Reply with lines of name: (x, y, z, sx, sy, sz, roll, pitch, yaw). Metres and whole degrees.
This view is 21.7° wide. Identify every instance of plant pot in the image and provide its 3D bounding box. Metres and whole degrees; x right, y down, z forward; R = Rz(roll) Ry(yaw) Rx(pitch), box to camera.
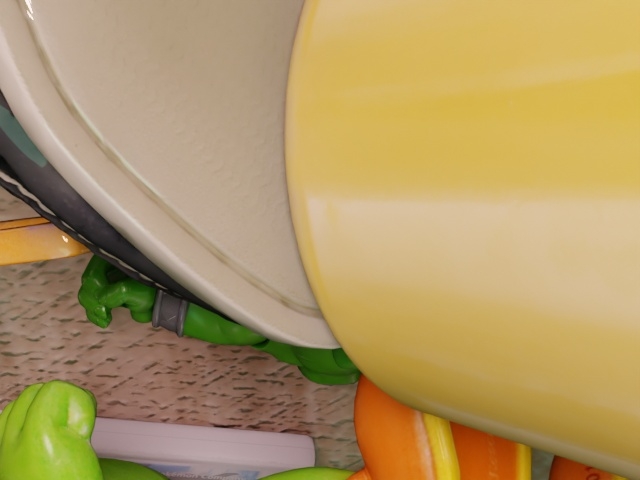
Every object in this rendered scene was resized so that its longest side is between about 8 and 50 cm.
plant pot: (0.132, -0.029, 0.429, 0.239, 0.254, 0.254, 0, 151, 38)

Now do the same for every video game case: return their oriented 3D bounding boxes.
video game case: (-0.123, 0.147, 0.841, 0.201, 0.023, 0.183, 7, 139, -16)

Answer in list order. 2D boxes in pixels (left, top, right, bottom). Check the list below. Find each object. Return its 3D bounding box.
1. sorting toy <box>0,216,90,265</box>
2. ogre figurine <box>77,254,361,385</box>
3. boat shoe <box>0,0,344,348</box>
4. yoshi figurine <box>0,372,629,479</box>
sorting toy: (-0.227, -0.004, 0.549, 0.347, 0.047, 0.196, -7, -175, 5)
ogre figurine: (0.000, 0.000, 0.623, 0.118, 0.097, 0.197, 30, 118, -22)
boat shoe: (-0.107, -0.092, 0.442, 0.113, 0.127, 0.340, -13, 133, 45)
yoshi figurine: (-0.040, 0.132, 0.667, 0.362, 0.204, 0.203, -30, 180, 36)
